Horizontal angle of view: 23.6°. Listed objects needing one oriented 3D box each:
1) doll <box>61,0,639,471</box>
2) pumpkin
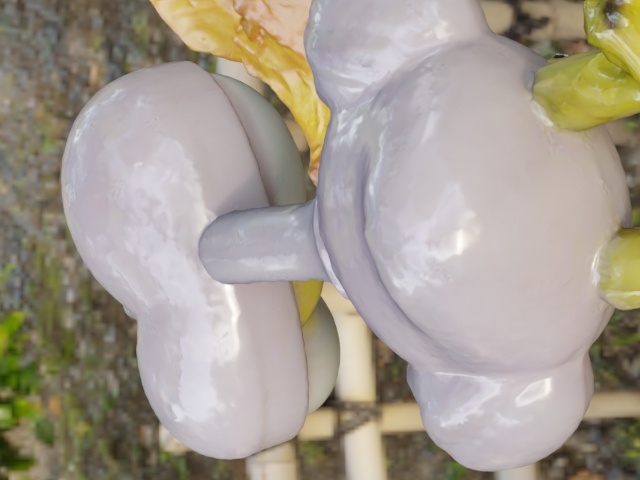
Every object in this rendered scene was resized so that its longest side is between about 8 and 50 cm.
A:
[{"bbox_3d":[-0.001,0.000,0.520,0.365,0.094,0.160,-10,100,63],"label":"doll"},{"bbox_3d":[-0.050,-0.203,1.284,0.258,0.095,0.290,29,142,24],"label":"pumpkin"}]
